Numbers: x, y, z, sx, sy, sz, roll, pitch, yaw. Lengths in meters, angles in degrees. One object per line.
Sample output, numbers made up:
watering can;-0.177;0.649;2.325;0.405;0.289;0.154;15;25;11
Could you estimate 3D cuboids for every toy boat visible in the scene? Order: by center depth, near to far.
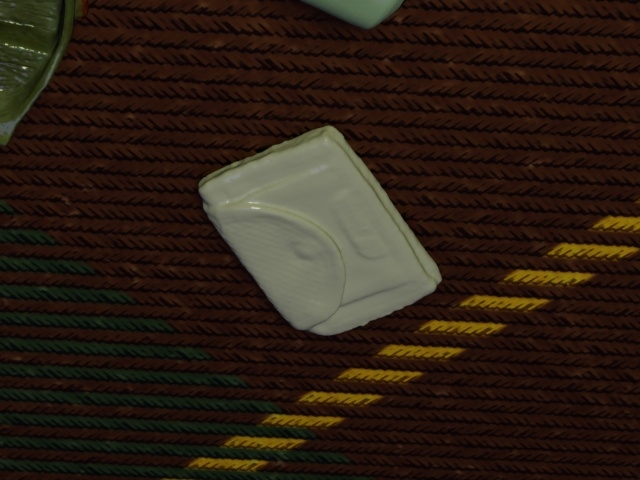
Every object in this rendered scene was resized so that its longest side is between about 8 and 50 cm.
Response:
toy boat;-0.195;-0.149;1.247;0.089;0.071;0.185;10;132;-7

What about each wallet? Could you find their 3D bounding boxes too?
wallet;0.000;0.000;1.412;0.124;0.032;0.183;-22;128;18

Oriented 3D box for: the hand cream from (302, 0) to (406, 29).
hand cream;-0.082;-0.229;1.194;0.320;0.067;0.109;27;130;-13
